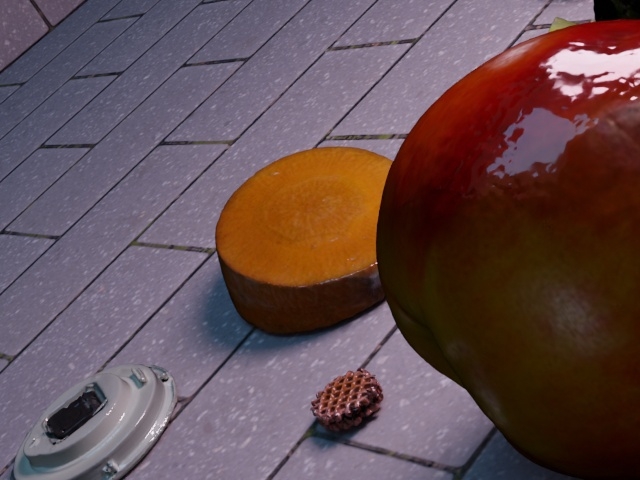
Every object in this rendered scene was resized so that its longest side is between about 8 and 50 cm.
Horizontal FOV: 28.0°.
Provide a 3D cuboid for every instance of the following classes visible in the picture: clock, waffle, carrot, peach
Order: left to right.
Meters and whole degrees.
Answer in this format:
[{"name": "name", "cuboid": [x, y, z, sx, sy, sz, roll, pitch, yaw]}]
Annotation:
[{"name": "clock", "cuboid": [-0.279, 0.219, 1.519, 0.236, 0.053, 0.236, -24, 28, 14]}, {"name": "carrot", "cuboid": [0.000, 0.000, 1.557, 0.258, 0.100, 0.307, -37, 35, -13]}, {"name": "waffle", "cuboid": [0.027, 0.161, 1.307, 0.075, 0.029, 0.083, -36, 23, -12]}, {"name": "peach", "cuboid": [0.237, -0.006, 1.003, 0.388, 0.388, 0.388, -26, 27, 14]}]

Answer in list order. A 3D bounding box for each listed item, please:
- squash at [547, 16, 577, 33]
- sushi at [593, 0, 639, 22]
[{"name": "squash", "cuboid": [0.249, -0.152, 1.419, 0.189, 0.189, 0.260, -36, 30, -6]}, {"name": "sushi", "cuboid": [0.446, -0.250, 1.380, 0.211, 0.171, 0.350, -28, 19, -29]}]
